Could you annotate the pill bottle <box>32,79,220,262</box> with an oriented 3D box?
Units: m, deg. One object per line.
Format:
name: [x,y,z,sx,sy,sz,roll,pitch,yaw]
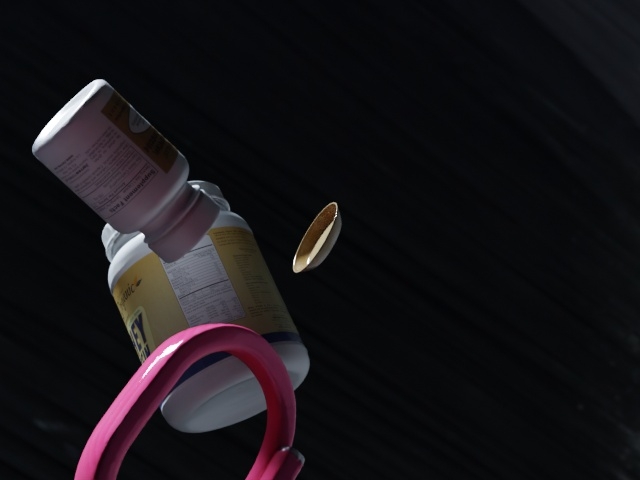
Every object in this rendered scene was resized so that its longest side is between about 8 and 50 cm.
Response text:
pill bottle: [-0.243,-0.084,1.940,0.131,0.229,0.131,-41,18,16]

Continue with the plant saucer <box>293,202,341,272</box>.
plant saucer: [0.000,0.000,1.577,0.083,0.015,0.083,-54,16,23]

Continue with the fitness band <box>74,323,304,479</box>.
fitness band: [-0.127,0.221,1.550,0.054,0.209,0.291,-4,44,50]

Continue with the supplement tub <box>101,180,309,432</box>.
supplement tub: [-0.173,0.095,2.215,0.228,0.228,0.316,-41,64,36]
